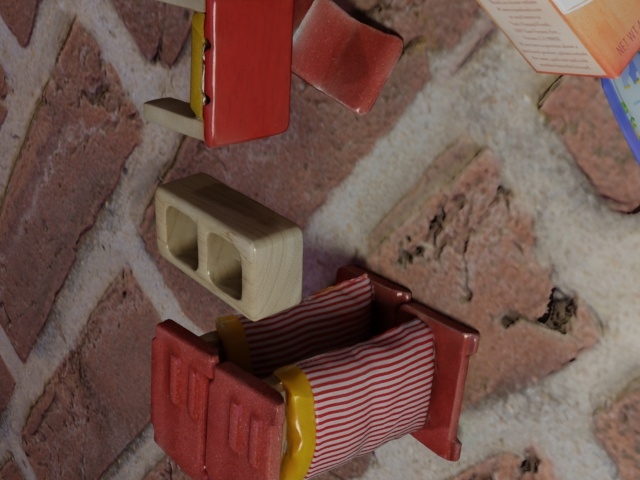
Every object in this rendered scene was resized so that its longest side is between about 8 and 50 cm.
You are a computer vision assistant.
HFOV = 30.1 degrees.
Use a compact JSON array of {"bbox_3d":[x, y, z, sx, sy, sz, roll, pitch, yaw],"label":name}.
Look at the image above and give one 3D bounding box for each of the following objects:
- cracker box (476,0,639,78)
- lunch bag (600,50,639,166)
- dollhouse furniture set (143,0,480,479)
[{"bbox_3d":[0.093,-0.205,0.520,0.232,0.156,0.067,43,169,-27],"label":"cracker box"},{"bbox_3d":[0.229,-0.051,0.574,0.129,0.096,0.151,-40,67,55],"label":"lunch bag"},{"bbox_3d":[0.000,0.000,0.846,0.152,0.201,0.374,30,126,43],"label":"dollhouse furniture set"}]
